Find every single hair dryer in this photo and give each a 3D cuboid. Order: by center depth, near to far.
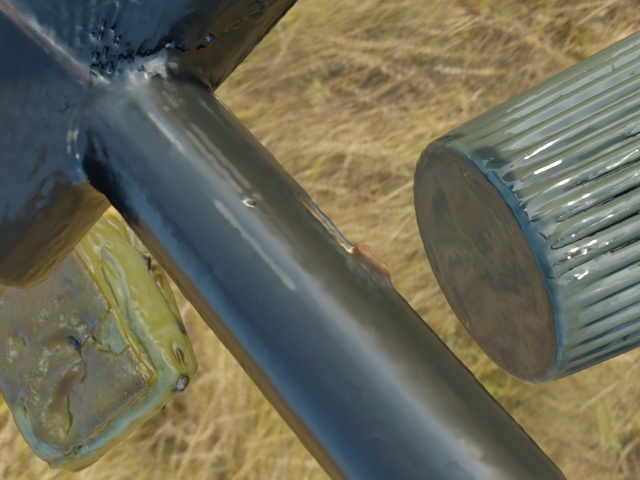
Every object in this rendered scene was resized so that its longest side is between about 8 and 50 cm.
[{"bbox_3d":[0.000,0.000,0.441,0.189,0.107,0.352,-47,66,9],"label":"hair dryer"}]

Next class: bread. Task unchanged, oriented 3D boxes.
[{"bbox_3d":[-0.241,0.089,1.374,0.210,0.099,0.235,-39,65,28],"label":"bread"}]

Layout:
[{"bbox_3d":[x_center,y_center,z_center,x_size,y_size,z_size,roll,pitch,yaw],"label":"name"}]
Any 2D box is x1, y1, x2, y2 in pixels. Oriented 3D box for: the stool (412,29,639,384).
[{"bbox_3d":[0.289,-0.042,1.343,0.297,0.330,0.297,54,158,34],"label":"stool"}]
